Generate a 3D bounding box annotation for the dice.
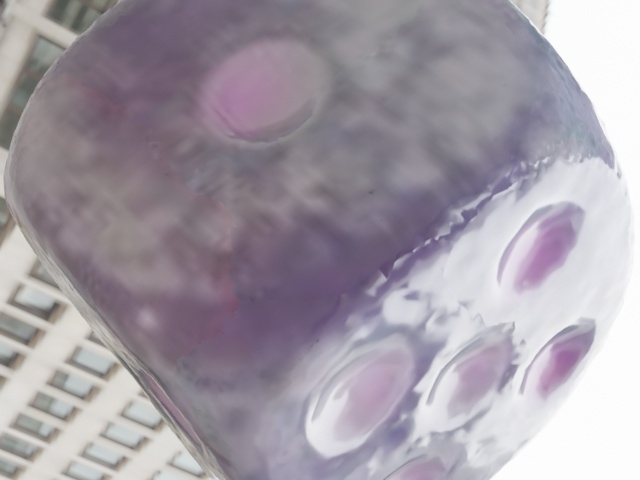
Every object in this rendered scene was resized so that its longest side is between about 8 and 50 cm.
[{"bbox_3d":[0.000,0.000,0.716,0.270,0.271,0.270,-38,-126,-13],"label":"dice"}]
